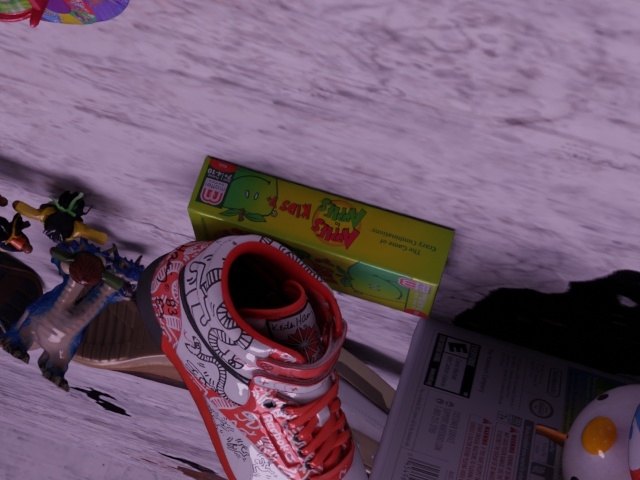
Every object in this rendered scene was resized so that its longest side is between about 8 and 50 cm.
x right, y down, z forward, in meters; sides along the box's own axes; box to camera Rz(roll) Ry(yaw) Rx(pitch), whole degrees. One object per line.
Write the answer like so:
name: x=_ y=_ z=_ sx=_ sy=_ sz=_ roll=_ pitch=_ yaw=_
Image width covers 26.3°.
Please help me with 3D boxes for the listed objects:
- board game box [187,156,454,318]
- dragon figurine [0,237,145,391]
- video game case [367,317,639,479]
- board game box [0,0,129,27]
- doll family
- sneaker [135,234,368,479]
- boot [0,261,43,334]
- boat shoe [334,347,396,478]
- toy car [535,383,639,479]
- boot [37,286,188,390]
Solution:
board game box: x=0.000 y=0.000 z=0.983 sx=0.181 sy=0.043 sz=0.092 roll=17 pitch=163 yaw=5
dragon figurine: x=-0.245 y=0.062 z=1.332 sx=0.085 sy=0.144 sz=0.289 roll=37 pitch=169 yaw=-12
video game case: x=0.189 y=0.190 z=1.020 sx=0.300 sy=0.329 sz=0.036 roll=17 pitch=118 yaw=5
board game box: x=-0.188 y=-0.147 z=0.735 sx=0.169 sy=0.033 sz=0.133 roll=28 pitch=160 yaw=-28
doll family: x=-0.247 y=-0.018 z=1.126 sx=0.193 sy=0.076 sz=0.111 roll=18 pitch=-179 yaw=-10
sneaker: x=-0.020 y=0.115 z=0.975 sx=0.270 sy=0.090 sz=0.145 roll=57 pitch=148 yaw=-9
boot: x=-0.376 y=0.036 z=1.485 sx=0.106 sy=0.082 sz=0.219 roll=37 pitch=172 yaw=14
boat shoe: x=0.079 y=0.229 z=1.372 sx=0.302 sy=0.103 sz=0.113 roll=39 pitch=165 yaw=-6
toy car: x=0.226 y=0.145 z=0.898 sx=0.238 sy=0.219 sz=0.210 roll=1 pitch=155 yaw=47
boot: x=-0.175 y=0.130 z=1.493 sx=0.248 sy=0.090 sz=0.207 roll=10 pitch=159 yaw=15
